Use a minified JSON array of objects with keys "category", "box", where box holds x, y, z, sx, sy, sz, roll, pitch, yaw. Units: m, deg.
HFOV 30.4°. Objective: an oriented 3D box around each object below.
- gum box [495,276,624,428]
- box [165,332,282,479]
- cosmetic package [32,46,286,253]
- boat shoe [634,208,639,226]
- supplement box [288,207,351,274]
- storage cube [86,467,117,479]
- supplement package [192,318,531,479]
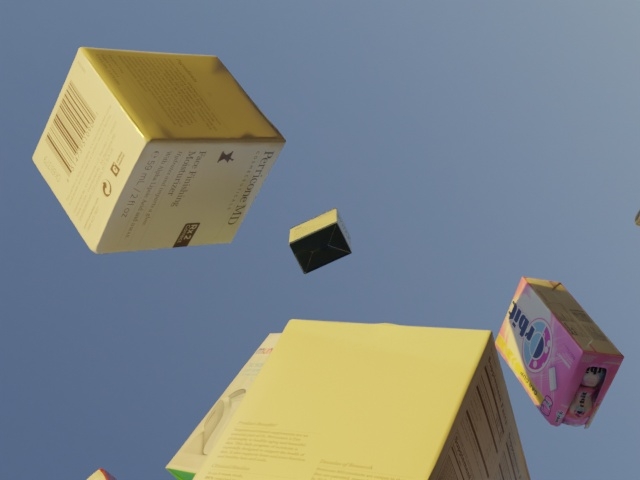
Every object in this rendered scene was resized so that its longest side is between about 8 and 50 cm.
[{"category":"gum box","box":[0.296,0.140,1.470,0.062,0.107,0.188,9,-155,-21]},{"category":"box","box":[-0.022,0.232,1.409,0.127,0.262,0.231,47,-116,-19]},{"category":"cosmetic package","box":[-0.169,-0.094,1.226,0.183,0.151,0.151,-5,-133,-44]},{"category":"boat shoe","box":[0.410,-0.040,1.395,0.065,0.083,0.183,34,-163,19]},{"category":"supplement box","box":[0.000,0.000,1.826,0.083,0.083,0.056,-91,-25,-72]},{"category":"storage cube","box":[-0.237,0.417,1.365,0.193,0.215,0.183,50,171,-28]},{"category":"supplement package","box":[0.034,0.227,0.978,0.263,0.199,0.198,-58,-41,-44]}]
